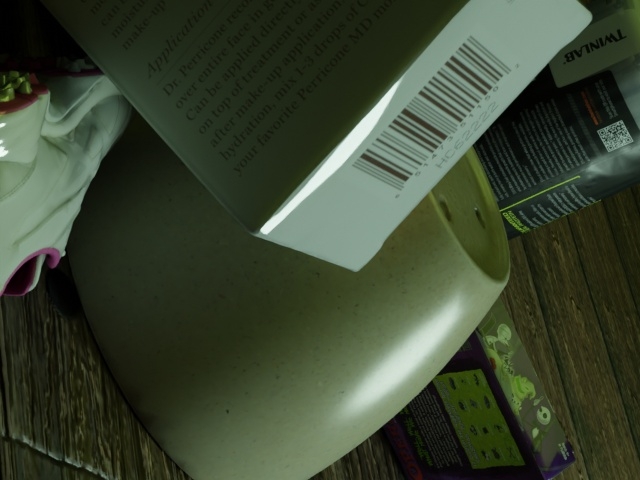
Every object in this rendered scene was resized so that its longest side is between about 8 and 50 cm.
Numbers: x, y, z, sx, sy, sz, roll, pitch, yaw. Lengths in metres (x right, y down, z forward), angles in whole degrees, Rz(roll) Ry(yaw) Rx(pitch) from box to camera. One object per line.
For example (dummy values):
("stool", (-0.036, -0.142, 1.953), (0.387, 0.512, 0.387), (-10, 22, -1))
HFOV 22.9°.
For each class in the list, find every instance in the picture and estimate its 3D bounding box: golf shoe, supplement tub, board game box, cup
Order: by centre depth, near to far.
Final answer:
("golf shoe", (-0.190, -0.045, 0.979), (0.306, 0.115, 0.140), (-43, 134, -72))
("cup", (0.000, 0.000, 1.178), (0.331, 0.237, 0.331), (52, 24, -34))
("board game box", (0.077, 0.055, 1.387), (0.056, 0.208, 0.347), (-29, 96, -35))
("supplement tub", (0.241, -0.124, 1.769), (0.207, 0.338, 0.207), (51, 24, -35))

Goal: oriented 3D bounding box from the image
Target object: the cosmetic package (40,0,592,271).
("cosmetic package", (-0.072, -0.220, 1.018), (0.453, 0.230, 0.161), (48, 12, 23))
